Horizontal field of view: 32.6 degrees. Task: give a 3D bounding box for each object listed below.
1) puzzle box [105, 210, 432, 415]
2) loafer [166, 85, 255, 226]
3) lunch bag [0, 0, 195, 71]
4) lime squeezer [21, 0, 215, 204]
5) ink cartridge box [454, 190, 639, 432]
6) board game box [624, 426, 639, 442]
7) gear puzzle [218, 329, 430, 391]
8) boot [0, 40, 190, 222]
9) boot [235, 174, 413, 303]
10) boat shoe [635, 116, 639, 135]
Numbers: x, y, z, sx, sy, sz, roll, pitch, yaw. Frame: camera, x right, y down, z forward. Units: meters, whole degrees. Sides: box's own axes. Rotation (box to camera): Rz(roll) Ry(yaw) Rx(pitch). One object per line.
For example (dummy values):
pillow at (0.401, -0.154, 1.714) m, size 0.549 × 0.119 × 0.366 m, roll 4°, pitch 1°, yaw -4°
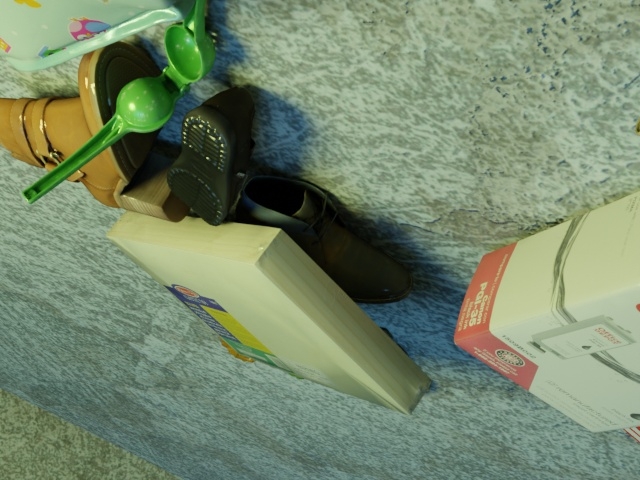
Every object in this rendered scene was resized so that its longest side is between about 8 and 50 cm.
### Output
puzzle box at (-0.078, 0.074, 1.319) m, size 0.272 × 0.052 × 0.409 m, roll 45°, pitch 161°, yaw -28°
loafer at (-0.100, -0.085, 1.133) m, size 0.080 × 0.078 × 0.220 m, roll 42°, pitch 155°, yaw 4°
lunch bag at (-0.238, -0.258, 0.852) m, size 0.262 × 0.160 × 0.223 m, roll -7°, pitch 141°, yaw 39°
lime squeezer at (-0.157, -0.143, 1.009) m, size 0.059 × 0.110 × 0.310 m, roll 43°, pitch 115°, yaw 0°
ink cartridge box at (0.297, 0.075, 1.045) m, size 0.207 × 0.117 × 0.283 m, roll 33°, pitch 153°, yaw -16°
board game box at (0.401, 0.189, 1.248) m, size 0.193 × 0.045 × 0.147 m, roll 38°, pitch 151°, yaw -24°
gear puzzle at (-0.021, 0.166, 1.571) m, size 0.339 × 0.044 × 0.175 m, roll 4°, pitch 147°, yaw 37°
boot at (-0.265, -0.133, 1.189) m, size 0.220 × 0.109 × 0.283 m, roll 20°, pitch 161°, yaw 19°
boot at (0.000, 0.000, 1.206) m, size 0.219 × 0.082 × 0.106 m, roll 21°, pitch 156°, yaw 12°
boat shoe at (0.260, -0.111, 0.810) m, size 0.045 × 0.050 × 0.135 m, roll 12°, pitch 152°, yaw 13°
